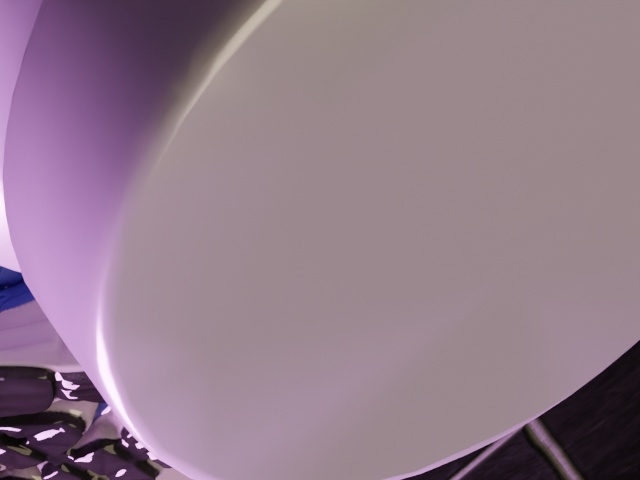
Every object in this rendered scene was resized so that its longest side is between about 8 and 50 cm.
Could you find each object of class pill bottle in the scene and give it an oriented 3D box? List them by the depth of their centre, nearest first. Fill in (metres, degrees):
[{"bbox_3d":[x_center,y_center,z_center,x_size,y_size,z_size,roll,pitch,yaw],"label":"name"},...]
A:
[{"bbox_3d":[-0.056,-0.120,0.487,0.210,0.363,0.210,-23,140,-21],"label":"pill bottle"}]

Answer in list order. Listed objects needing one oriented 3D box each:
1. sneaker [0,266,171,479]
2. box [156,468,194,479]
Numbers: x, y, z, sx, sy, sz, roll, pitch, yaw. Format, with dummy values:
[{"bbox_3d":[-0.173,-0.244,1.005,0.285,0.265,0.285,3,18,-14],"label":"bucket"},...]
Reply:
[{"bbox_3d":[-0.070,-0.004,0.634,0.330,0.147,0.130,-15,147,19],"label":"sneaker"},{"bbox_3d":[0.000,0.000,0.721,0.275,0.094,0.113,-51,145,12],"label":"box"}]
